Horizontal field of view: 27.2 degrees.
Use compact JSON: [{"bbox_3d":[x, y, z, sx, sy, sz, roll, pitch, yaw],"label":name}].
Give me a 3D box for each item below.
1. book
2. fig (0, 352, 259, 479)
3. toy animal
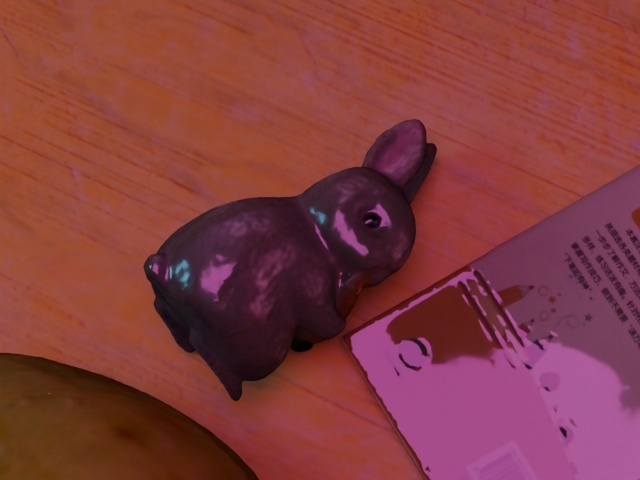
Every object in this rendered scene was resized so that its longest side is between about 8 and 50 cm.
[{"bbox_3d":[0.192,0.086,0.980,0.295,0.020,0.208,-29,74,-6],"label":"book"},{"bbox_3d":[-0.163,0.199,0.849,0.258,0.258,0.326,-39,52,-9],"label":"fig"},{"bbox_3d":[0.001,0.000,0.964,0.251,0.127,0.125,-36,72,-12],"label":"toy animal"}]
